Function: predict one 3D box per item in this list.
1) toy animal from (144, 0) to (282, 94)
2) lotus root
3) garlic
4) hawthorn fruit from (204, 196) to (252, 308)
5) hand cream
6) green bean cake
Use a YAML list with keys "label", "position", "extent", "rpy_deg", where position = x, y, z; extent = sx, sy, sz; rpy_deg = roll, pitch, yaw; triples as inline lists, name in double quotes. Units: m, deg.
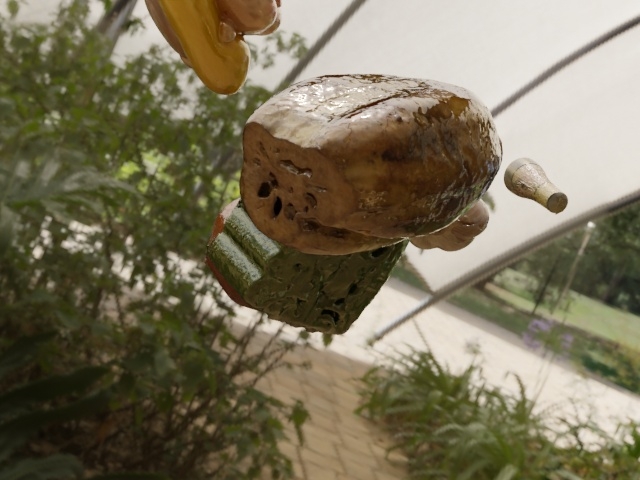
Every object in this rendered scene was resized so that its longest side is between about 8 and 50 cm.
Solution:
- label: "toy animal"
  position: [-0.160, -0.418, 1.531]
  extent: [0.277, 0.247, 0.345]
  rpy_deg: [59, -10, -10]
- label: "lotus root"
  position: [0.060, -0.071, 0.849]
  extent: [0.291, 0.193, 0.193]
  rpy_deg: [-17, 33, -41]
- label: "garlic"
  position: [0.279, -0.094, 2.103]
  extent: [0.256, 0.207, 0.207]
  rpy_deg: [65, 18, 17]
- label: "hawthorn fruit"
  position: [-0.105, 0.017, 1.899]
  extent: [0.295, 0.294, 0.311]
  rpy_deg: [22, 0, -27]
- label: "hand cream"
  position: [0.452, -0.108, 1.779]
  extent: [0.084, 0.084, 0.203]
  rpy_deg: [23, 14, -18]
- label: "green bean cake"
  position: [0.000, 0.000, 1.253]
  extent: [0.250, 0.246, 0.156]
  rpy_deg: [28, 9, -48]
